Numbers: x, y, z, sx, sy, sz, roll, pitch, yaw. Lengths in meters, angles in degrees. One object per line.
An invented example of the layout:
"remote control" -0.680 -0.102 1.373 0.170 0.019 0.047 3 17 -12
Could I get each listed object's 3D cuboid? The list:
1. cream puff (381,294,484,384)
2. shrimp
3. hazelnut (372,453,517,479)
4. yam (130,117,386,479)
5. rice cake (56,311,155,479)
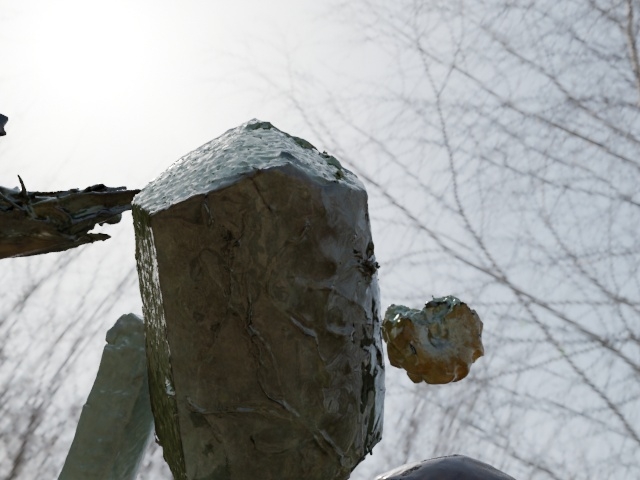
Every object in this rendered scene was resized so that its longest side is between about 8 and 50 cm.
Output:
"cream puff" 0.159 0.145 1.571 0.156 0.156 0.121 -8 -78 43
"shrimp" -0.407 -0.071 1.212 0.445 0.085 0.272 1 -46 -6
"hazelnut" 0.134 0.306 1.077 0.204 0.178 0.178 6 -42 20
"yam" -0.047 0.052 0.837 0.202 0.202 0.271 -140 -144 -65
"rice cake" -0.184 0.164 0.968 0.063 0.206 0.069 17 -9 21
